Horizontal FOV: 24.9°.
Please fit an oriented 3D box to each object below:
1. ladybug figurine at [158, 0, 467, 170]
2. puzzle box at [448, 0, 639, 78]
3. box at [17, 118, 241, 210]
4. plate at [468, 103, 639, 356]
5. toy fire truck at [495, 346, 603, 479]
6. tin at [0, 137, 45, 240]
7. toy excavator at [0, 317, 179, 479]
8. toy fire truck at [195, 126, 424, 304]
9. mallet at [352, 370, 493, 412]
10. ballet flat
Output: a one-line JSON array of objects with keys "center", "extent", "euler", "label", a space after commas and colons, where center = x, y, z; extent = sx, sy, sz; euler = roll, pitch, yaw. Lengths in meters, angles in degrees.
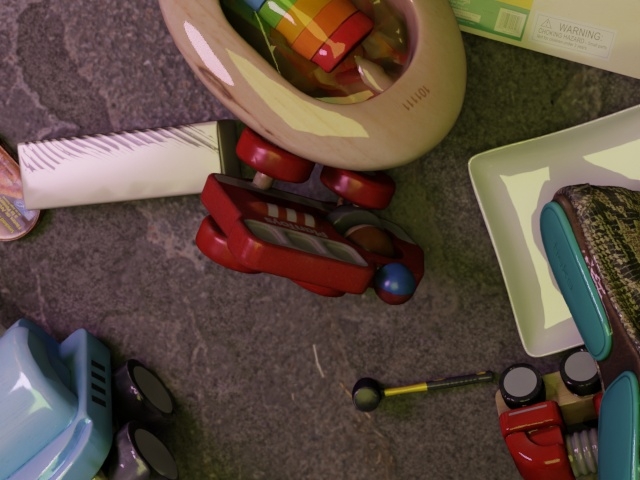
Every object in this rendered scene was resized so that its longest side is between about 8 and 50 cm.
[{"center": [-0.020, -0.265, 1.783], "extent": [0.305, 0.162, 0.449], "euler": [-42, 84, -12], "label": "ladybug figurine"}, {"center": [0.326, -0.364, 1.820], "extent": [0.409, 0.052, 0.272], "euler": [17, 100, 7], "label": "puzzle box"}, {"center": [-0.251, -0.100, 1.916], "extent": [0.275, 0.113, 0.094], "euler": [-6, 95, 8], "label": "box"}, {"center": [0.359, -0.016, 1.861], "extent": [0.277, 0.045, 0.278], "euler": [-17, 94, 10], "label": "plate"}, {"center": [0.350, 0.277, 1.808], "extent": [0.217, 0.158, 0.246], "euler": [-15, 52, 10], "label": "toy fire truck"}, {"center": [-0.459, -0.083, 1.989], "extent": [0.106, 0.040, 0.189], "euler": [-42, 89, 7], "label": "tin"}, {"center": [-0.415, 0.158, 1.898], "extent": [0.222, 0.433, 0.445], "euler": [-39, 118, 12], "label": "toy excavator"}, {"center": [0.000, 0.000, 1.785], "extent": [0.302, 0.254, 0.169], "euler": [17, 110, -29], "label": "toy fire truck"}, {"center": [0.133, 0.193, 1.932], "extent": [0.190, 0.062, 0.039], "euler": [-10, 97, -5], "label": "mallet"}, {"center": [0.391, 0.148, 1.708], "extent": [0.182, 0.164, 0.483], "euler": [-4, 67, -9], "label": "ballet flat"}]
